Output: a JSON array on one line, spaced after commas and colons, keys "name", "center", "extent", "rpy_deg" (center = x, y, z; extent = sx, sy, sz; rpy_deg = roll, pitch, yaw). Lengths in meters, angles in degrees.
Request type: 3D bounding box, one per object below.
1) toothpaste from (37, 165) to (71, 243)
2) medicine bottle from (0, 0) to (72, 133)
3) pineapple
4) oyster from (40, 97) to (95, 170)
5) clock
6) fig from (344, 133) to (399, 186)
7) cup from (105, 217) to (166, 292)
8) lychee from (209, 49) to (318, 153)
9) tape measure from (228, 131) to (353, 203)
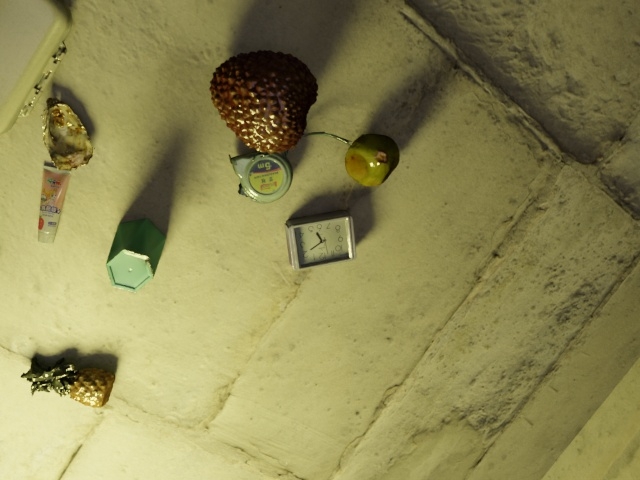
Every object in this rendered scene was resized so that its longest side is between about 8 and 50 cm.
[{"name": "toothpaste", "center": [-0.688, -0.090, 1.338], "extent": [0.067, 0.043, 0.194], "rpy_deg": [11, 98, -13]}, {"name": "medicine bottle", "center": [-0.751, -0.434, 1.168], "extent": [0.282, 0.123, 0.375], "rpy_deg": [32, 98, -19]}, {"name": "pineapple", "center": [-0.703, 0.393, 1.451], "extent": [0.237, 0.111, 0.119], "rpy_deg": [19, 70, -9]}, {"name": "oyster", "center": [-0.634, -0.262, 1.288], "extent": [0.105, 0.056, 0.177], "rpy_deg": [-27, 112, -11]}, {"name": "clock", "center": [0.000, 0.001, 1.513], "extent": [0.193, 0.073, 0.144], "rpy_deg": [-11, 108, -11]}, {"name": "fig", "center": [0.143, -0.222, 1.430], "extent": [0.154, 0.165, 0.144], "rpy_deg": [-12, 92, 2]}, {"name": "cup", "center": [-0.466, 0.042, 1.327], "extent": [0.148, 0.235, 0.134], "rpy_deg": [-16, 111, -11]}, {"name": "lychee", "center": [-0.146, -0.352, 1.289], "extent": [0.271, 0.271, 0.271], "rpy_deg": [-4, 108, -12]}, {"name": "tape measure", "center": [-0.072, -0.202, 1.425], "extent": [0.330, 0.084, 0.164], "rpy_deg": [-13, 111, -9]}]
